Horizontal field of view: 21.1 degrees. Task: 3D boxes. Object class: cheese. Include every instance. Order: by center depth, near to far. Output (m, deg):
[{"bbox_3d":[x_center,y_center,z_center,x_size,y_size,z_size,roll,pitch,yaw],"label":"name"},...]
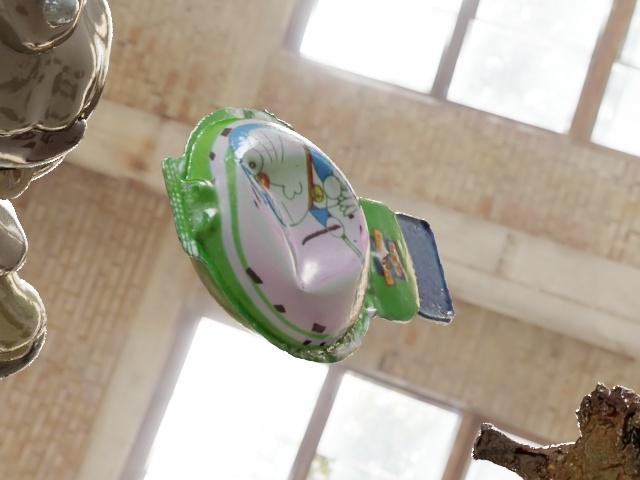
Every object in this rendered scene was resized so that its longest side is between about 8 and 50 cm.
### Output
[{"bbox_3d":[0.000,0.000,1.270,0.320,0.083,0.204,13,-124,-49],"label":"cheese"}]

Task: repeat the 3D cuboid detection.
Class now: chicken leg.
[{"bbox_3d":[0.117,0.099,0.766,0.037,0.062,0.145,-17,-8,-32],"label":"chicken leg"}]

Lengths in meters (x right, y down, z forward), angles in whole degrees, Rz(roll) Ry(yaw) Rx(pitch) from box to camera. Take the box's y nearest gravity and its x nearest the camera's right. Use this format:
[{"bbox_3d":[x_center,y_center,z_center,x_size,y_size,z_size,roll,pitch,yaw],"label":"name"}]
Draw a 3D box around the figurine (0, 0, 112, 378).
[{"bbox_3d":[-0.237,-0.068,1.048,0.203,0.248,0.381,-44,-30,-42],"label":"figurine"}]
